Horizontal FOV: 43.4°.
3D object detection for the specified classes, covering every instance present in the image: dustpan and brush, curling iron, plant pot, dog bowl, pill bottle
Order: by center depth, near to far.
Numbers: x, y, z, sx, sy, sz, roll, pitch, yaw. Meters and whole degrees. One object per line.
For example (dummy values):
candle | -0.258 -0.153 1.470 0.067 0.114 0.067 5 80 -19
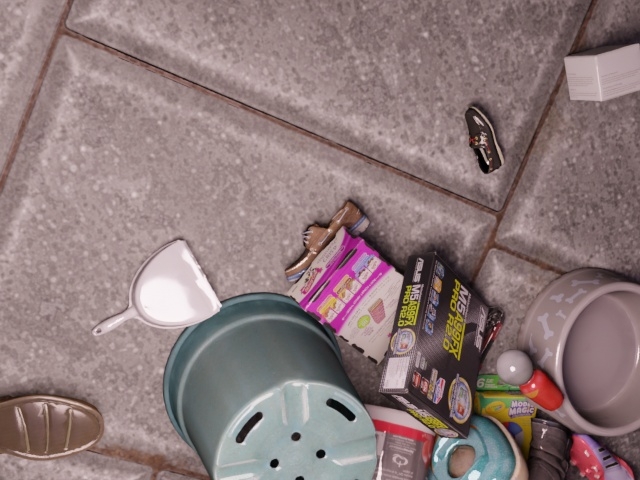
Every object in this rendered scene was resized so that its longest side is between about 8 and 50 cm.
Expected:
plant pot | -0.076 0.296 1.342 0.341 0.334 0.341 -4 103 -15
dustpan and brush | -0.298 0.109 1.390 0.211 0.060 0.147 -30 96 -15
pill bottle | 0.098 0.469 1.457 0.176 0.176 0.318 19 73 -19
curling iron | 0.288 0.248 1.597 0.068 0.035 0.273 23 98 -2
dog bowl | 0.567 0.230 1.610 0.349 0.102 0.348 -2 94 -21

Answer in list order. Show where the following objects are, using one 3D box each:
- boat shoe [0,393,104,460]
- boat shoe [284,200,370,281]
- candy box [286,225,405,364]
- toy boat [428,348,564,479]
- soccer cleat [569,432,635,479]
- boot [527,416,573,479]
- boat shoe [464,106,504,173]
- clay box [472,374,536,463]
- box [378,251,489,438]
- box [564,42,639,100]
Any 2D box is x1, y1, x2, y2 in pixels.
boat shoe | -0.518 0.302 1.339 0.308 0.104 0.110 2 92 -15
boat shoe | 0.000 0.000 1.448 0.183 0.066 0.066 -39 99 -9
candy box | 0.072 0.102 1.445 0.159 0.071 0.233 -50 129 -2
toy boat | 0.306 0.354 1.485 0.148 0.267 0.318 40 88 -18
soccer cleat | 0.610 0.484 1.722 0.095 0.083 0.248 -45 110 -22
boot | 0.474 0.512 1.645 0.338 0.118 0.222 64 41 -52
boat shoe | 0.299 -0.186 1.498 0.042 0.049 0.133 -34 113 -15
clay box | 0.365 0.386 1.636 0.128 0.053 0.221 3 101 -18
box | 0.210 0.188 1.438 0.216 0.060 0.270 42 53 -38
box | 0.532 -0.316 1.511 0.102 0.101 0.087 -18 106 -14
